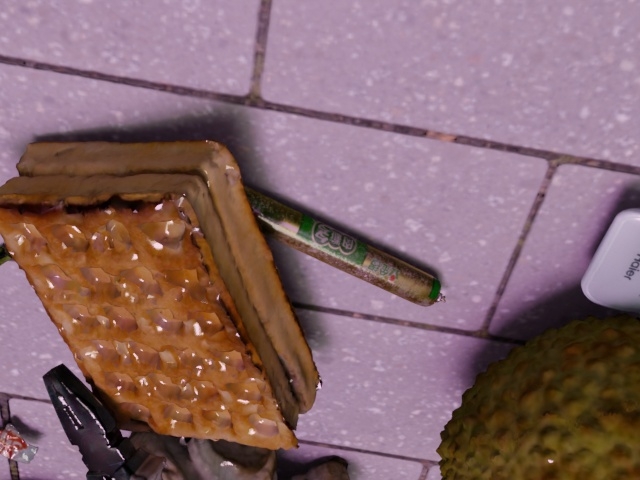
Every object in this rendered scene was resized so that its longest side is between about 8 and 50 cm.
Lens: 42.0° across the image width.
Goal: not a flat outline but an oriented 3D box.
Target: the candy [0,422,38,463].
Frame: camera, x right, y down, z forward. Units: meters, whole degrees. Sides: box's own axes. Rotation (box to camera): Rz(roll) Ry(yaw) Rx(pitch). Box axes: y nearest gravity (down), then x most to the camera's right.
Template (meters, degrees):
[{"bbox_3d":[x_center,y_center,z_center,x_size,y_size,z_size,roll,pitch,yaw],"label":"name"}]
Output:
[{"bbox_3d":[-0.476,0.225,0.970,0.292,0.059,0.086,6,132,2],"label":"candy"}]

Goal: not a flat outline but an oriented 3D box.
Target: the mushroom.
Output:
[{"bbox_3d":[-0.108,0.320,0.944,0.267,0.164,0.189,25,127,-15],"label":"mushroom"}]

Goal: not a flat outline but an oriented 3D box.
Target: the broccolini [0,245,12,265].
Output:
[{"bbox_3d":[-0.356,0.038,0.823,0.140,0.030,0.035,-33,85,24],"label":"broccolini"}]

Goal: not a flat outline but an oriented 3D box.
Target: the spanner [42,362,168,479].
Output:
[{"bbox_3d":[-0.173,0.259,0.815,0.096,0.040,0.324,-23,103,27],"label":"spanner"}]

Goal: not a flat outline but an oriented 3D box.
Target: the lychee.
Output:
[{"bbox_3d":[0.262,0.196,0.736,0.270,0.270,0.320,38,118,-24],"label":"lychee"}]

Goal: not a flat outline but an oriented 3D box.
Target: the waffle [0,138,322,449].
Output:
[{"bbox_3d":[-0.136,0.054,0.741,0.213,0.091,0.308,1,132,23],"label":"waffle"}]

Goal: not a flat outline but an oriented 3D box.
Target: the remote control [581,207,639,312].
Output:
[{"bbox_3d":[0.377,0.026,0.716,0.293,0.051,0.103,9,131,-6],"label":"remote control"}]

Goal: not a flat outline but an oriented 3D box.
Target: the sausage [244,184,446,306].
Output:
[{"bbox_3d":[0.000,0.000,0.743,0.269,0.032,0.033,26,128,-15],"label":"sausage"}]
